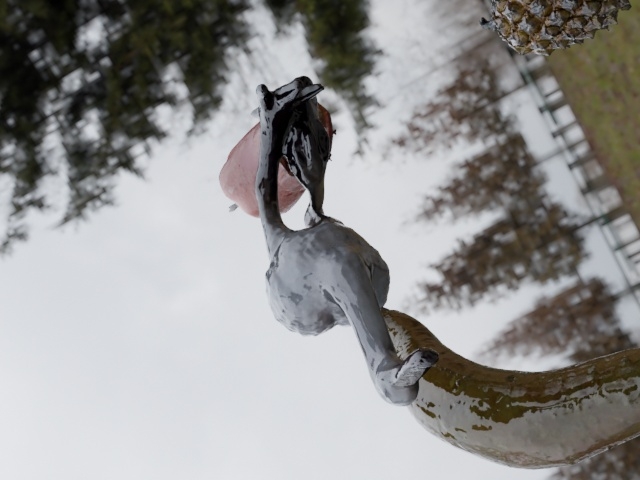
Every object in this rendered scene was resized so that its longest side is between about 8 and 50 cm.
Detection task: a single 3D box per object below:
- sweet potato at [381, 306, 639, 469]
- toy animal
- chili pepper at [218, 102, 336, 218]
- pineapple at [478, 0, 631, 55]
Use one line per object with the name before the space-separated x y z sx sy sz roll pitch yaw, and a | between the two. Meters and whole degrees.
sweet potato | 0.138 0.116 0.973 0.108 0.346 0.079 -53 -52 -26
toy animal | 0.005 0.024 0.947 0.195 0.090 0.324 87 165 -50
chili pepper | -0.054 -0.066 1.270 0.084 0.192 0.086 44 -126 -3
pineapple | 0.205 -0.201 0.899 0.083 0.221 0.103 44 -140 -27
